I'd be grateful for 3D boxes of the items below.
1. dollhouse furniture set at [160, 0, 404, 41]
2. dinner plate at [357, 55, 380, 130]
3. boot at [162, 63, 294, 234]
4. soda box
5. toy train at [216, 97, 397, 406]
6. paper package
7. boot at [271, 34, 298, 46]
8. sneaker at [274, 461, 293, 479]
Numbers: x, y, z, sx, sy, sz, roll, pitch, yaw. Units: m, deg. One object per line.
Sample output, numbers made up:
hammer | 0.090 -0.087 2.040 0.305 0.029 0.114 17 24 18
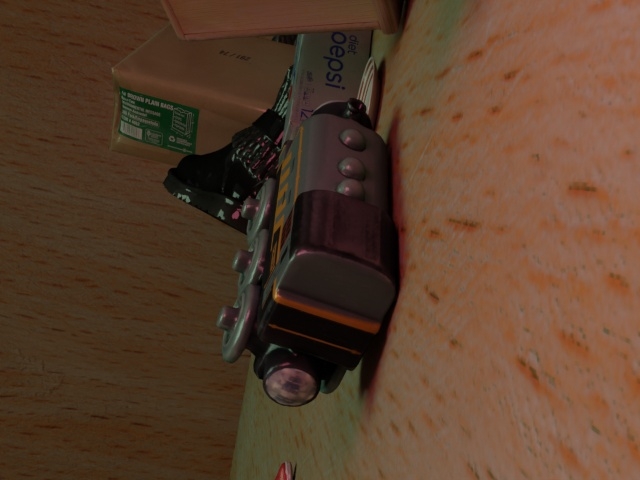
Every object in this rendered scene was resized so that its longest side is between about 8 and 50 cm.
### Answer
dollhouse furniture set | -0.024 -0.431 1.228 0.362 0.256 0.394 67 -151 -51
dinner plate | 0.054 -0.152 1.299 0.141 0.017 0.141 -171 90 -85
boot | -0.098 -0.147 1.670 0.260 0.131 0.348 -62 31 -1
soda box | 0.013 -0.240 1.473 0.091 0.098 0.286 112 166 -59
toy train | 0.000 0.000 1.034 0.334 0.142 0.190 -84 18 -52
paper package | -0.176 -0.254 1.945 0.309 0.324 0.168 -59 -19 -57
boot | -0.080 -0.365 2.428 0.445 0.146 0.367 -110 39 -72
sneaker | -0.077 0.362 1.484 0.042 0.067 0.119 170 110 -84
